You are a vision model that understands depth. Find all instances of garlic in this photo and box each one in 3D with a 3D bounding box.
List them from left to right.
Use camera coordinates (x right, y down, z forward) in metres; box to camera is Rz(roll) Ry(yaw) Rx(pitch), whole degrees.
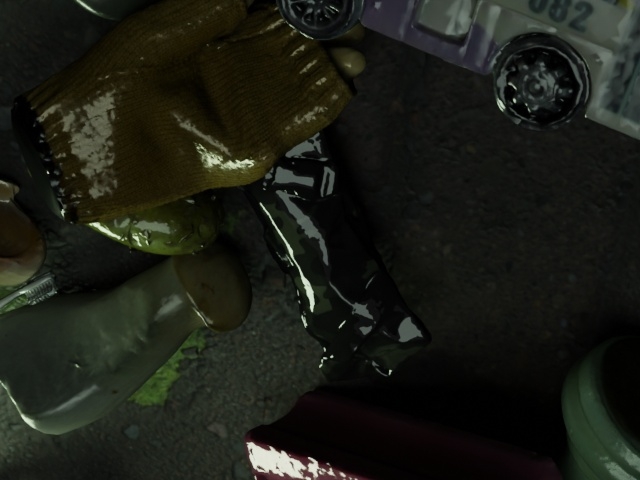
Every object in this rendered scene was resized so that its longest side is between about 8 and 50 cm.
[{"bbox_3d":[-0.389,-0.006,1.737,0.174,0.099,0.124,22,130,-3],"label":"garlic"}]

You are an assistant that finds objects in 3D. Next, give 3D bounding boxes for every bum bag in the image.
[{"bbox_3d":[0.000,0.000,1.646,0.144,0.095,0.340,-19,106,31],"label":"bum bag"}]

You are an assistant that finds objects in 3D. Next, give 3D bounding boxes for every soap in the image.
[{"bbox_3d":[0.099,0.316,1.704,0.359,0.128,0.233,12,125,42],"label":"soap"}]

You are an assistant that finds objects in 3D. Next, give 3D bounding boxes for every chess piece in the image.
[{"bbox_3d":[0.288,0.256,1.692,0.194,0.195,0.299,30,131,-6],"label":"chess piece"}]

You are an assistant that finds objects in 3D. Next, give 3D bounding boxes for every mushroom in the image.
[{"bbox_3d":[-0.228,0.098,1.747,0.328,0.122,0.159,-31,118,27],"label":"mushroom"}]

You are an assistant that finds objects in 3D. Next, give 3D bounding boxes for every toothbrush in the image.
[{"bbox_3d":[-0.413,0.104,1.792,0.288,0.026,0.024,-26,155,20],"label":"toothbrush"}]

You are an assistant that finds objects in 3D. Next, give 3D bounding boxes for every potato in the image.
[{"bbox_3d":[-0.206,-0.050,1.654,0.225,0.117,0.090,22,116,9],"label":"potato"}]

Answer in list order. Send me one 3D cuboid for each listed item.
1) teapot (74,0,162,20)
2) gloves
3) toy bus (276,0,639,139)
[{"bbox_3d":[-0.193,-0.294,1.494,0.119,0.130,0.166,-23,85,58],"label":"teapot"},{"bbox_3d":[-0.123,-0.142,1.519,0.356,0.155,0.203,-21,104,2],"label":"gloves"},{"bbox_3d":[0.166,-0.264,1.329,0.440,0.209,0.249,25,122,14],"label":"toy bus"}]
